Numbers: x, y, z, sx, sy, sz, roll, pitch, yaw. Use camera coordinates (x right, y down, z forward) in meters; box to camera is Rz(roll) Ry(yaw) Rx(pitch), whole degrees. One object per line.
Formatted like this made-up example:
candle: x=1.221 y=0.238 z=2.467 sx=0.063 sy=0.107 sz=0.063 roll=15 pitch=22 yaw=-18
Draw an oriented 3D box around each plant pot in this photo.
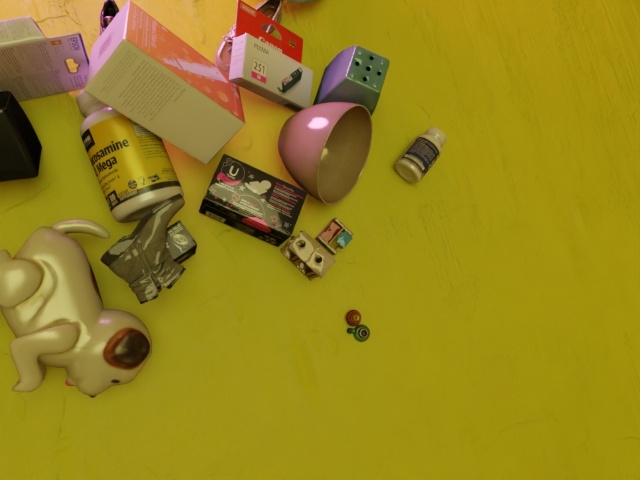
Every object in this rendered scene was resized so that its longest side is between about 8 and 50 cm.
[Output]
plant pot: x=-0.789 y=-0.252 z=1.338 sx=0.188 sy=0.187 sz=0.167 roll=-9 pitch=126 yaw=-17
plant pot: x=-0.006 y=-0.263 z=1.574 sx=0.191 sy=0.284 sz=0.284 roll=23 pitch=74 yaw=25
plant pot: x=0.097 y=-0.449 z=1.621 sx=0.165 sy=0.234 sz=0.166 roll=20 pitch=77 yaw=-11

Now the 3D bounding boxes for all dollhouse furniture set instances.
dollhouse furniture set: x=0.000 y=0.000 z=1.585 sx=0.129 sy=0.129 sz=0.184 roll=43 pitch=75 yaw=-6

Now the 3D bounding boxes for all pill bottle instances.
pill bottle: x=0.313 y=-0.266 z=1.728 sx=0.094 sy=0.094 sz=0.169 roll=41 pitch=74 yaw=-7
pill bottle: x=-0.499 y=-0.230 z=1.448 sx=0.188 sy=0.188 sz=0.334 roll=-22 pitch=88 yaw=-17

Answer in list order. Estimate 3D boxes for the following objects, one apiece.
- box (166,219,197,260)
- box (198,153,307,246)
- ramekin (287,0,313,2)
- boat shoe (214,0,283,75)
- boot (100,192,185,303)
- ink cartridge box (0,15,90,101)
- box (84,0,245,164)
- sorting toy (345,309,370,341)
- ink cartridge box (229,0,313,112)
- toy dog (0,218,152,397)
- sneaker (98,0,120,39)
box: x=-0.401 y=0.034 z=1.441 sx=0.147 sy=0.180 sz=0.077 roll=-36 pitch=91 yaw=-18
box: x=-0.185 y=-0.105 z=1.531 sx=0.247 sy=0.163 sz=0.142 roll=25 pitch=73 yaw=-11
ramekin: x=-0.085 y=-0.858 z=1.627 sx=0.303 sy=0.148 sz=0.303 roll=9 pitch=61 yaw=-17
boat shoe: x=-0.210 y=-0.603 z=1.632 sx=0.104 sy=0.089 sz=0.285 roll=35 pitch=74 yaw=-9
boot: x=-0.375 y=0.020 z=1.324 sx=0.161 sy=0.083 sz=0.246 roll=46 pitch=79 yaw=-10
ink cartridge box: x=-0.728 y=-0.420 z=1.339 sx=0.330 sy=0.324 sz=0.071 roll=-19 pitch=89 yaw=-17
box: x=-0.379 y=-0.385 z=1.401 sx=0.345 sy=0.168 sz=0.215 roll=31 pitch=30 yaw=-38
sorting toy: x=0.108 y=0.250 z=1.625 sx=0.061 sy=0.042 sz=0.102 roll=-33 pitch=92 yaw=-17
ink cartridge box: x=-0.127 y=-0.518 z=1.583 sx=0.275 sy=0.060 sz=0.239 roll=12 pitch=80 yaw=-49
toy dog: x=-0.595 y=0.191 z=1.346 sx=0.408 sy=0.284 sz=0.395 roll=45 pitch=56 yaw=-7
sneaker: x=-0.578 y=-0.575 z=1.533 sx=0.072 sy=0.077 sz=0.178 roll=-7 pitch=85 yaw=-15
